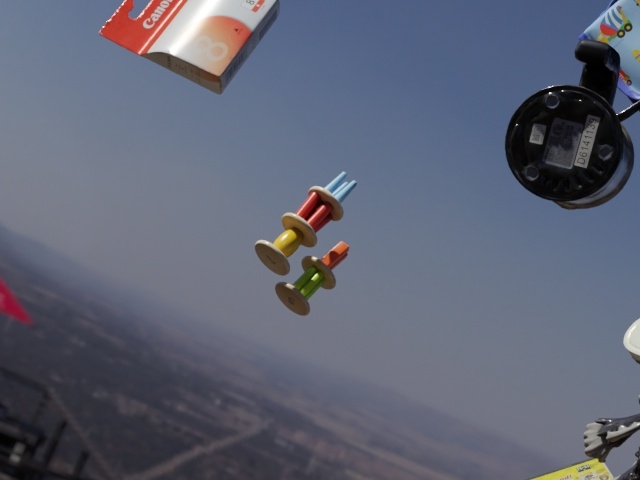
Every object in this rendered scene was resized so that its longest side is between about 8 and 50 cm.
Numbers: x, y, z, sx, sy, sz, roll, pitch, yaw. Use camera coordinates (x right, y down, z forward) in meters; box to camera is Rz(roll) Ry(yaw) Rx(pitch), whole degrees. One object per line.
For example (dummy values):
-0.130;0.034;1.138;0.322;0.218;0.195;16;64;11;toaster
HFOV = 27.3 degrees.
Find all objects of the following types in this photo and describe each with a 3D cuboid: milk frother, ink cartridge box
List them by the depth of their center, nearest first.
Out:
0.225;-0.070;0.983;0.143;0.129;0.135;34;9;14;milk frother
-0.161;-0.277;1.626;0.179;0.145;0.045;28;-27;9;ink cartridge box

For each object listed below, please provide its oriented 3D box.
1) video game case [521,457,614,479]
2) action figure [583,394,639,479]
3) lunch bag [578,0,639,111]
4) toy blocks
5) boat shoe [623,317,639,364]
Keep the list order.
0.357;0.456;2.070;0.275;0.035;0.248;-18;25;-3;video game case
0.379;0.256;1.448;0.141;0.164;0.276;-32;-20;29;action figure
0.490;-0.247;1.667;0.293;0.221;0.138;52;27;17;lunch bag
0.000;0.000;1.584;0.054;0.148;0.123;20;-35;42;toy blocks
0.545;0.191;1.820;0.091;0.109;0.305;52;-10;-29;boat shoe
